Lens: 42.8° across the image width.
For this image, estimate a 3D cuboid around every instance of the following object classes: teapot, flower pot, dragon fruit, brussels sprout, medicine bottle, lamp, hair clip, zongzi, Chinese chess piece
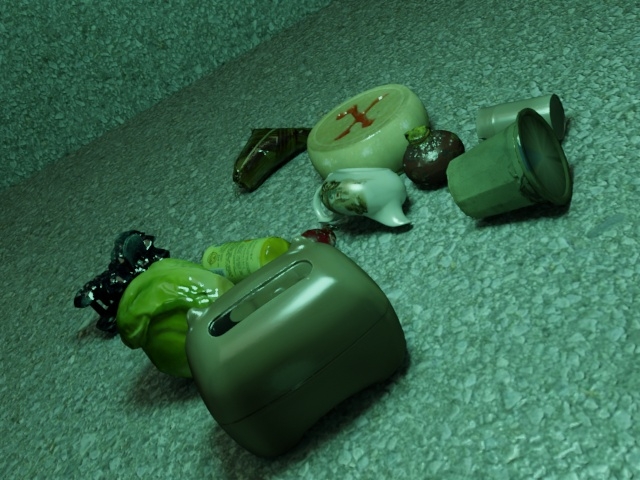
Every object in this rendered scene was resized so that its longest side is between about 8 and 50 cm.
[{"bbox_3d":[0.095,-0.103,1.955,0.204,0.139,0.298,-13,13,-40],"label":"teapot"},{"bbox_3d":[0.390,-0.138,1.707,0.203,0.212,0.212,-27,26,40],"label":"flower pot"},{"bbox_3d":[0.000,0.000,1.946,0.094,0.094,0.190,-11,24,32],"label":"dragon fruit"},{"bbox_3d":[-0.294,0.171,1.777,0.294,0.259,0.227,-19,32,25],"label":"brussels sprout"},{"bbox_3d":[-0.169,0.056,1.985,0.239,0.124,0.124,-7,38,36],"label":"medicine bottle"},{"bbox_3d":[0.264,-0.209,1.960,0.157,0.135,0.156,4,46,44],"label":"lamp"},{"bbox_3d":[-0.515,0.091,2.194,0.206,0.194,0.310,-20,32,33],"label":"hair clip"},{"bbox_3d":[-0.134,-0.249,2.434,0.241,0.111,0.247,-4,44,30],"label":"zongzi"},{"bbox_3d":[0.128,-0.279,2.190,0.338,0.140,0.338,-23,30,14],"label":"Chinese chess piece"}]

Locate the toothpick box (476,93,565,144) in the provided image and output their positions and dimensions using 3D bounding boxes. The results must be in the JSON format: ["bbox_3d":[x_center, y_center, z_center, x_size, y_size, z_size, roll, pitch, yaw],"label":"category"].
[{"bbox_3d":[0.463,-0.271,1.895,0.181,0.111,0.111,-7,37,35],"label":"toothpick box"}]

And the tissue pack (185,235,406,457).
[{"bbox_3d":[-0.057,0.187,1.522,0.387,0.276,0.267,-35,32,-4],"label":"tissue pack"}]
